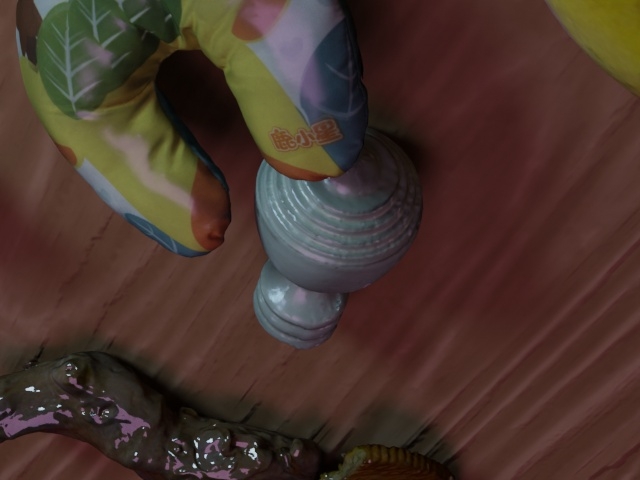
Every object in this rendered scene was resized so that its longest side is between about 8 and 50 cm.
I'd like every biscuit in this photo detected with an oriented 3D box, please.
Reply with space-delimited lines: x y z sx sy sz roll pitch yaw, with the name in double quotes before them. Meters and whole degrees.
"biscuit" 0.044 0.215 1.217 0.126 0.025 0.206 8 144 -20

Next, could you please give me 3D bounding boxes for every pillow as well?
"pillow" -0.078 -0.106 0.886 0.233 0.086 0.214 -27 103 37

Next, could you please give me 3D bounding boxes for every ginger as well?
"ginger" -0.139 0.149 1.210 0.290 0.084 0.122 14 158 -1

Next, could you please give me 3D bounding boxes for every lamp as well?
"lamp" 0.000 0.000 0.988 0.106 0.106 0.193 21 147 -2

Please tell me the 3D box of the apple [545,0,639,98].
"apple" 0.200 -0.175 0.617 0.286 0.233 0.286 5 117 9
